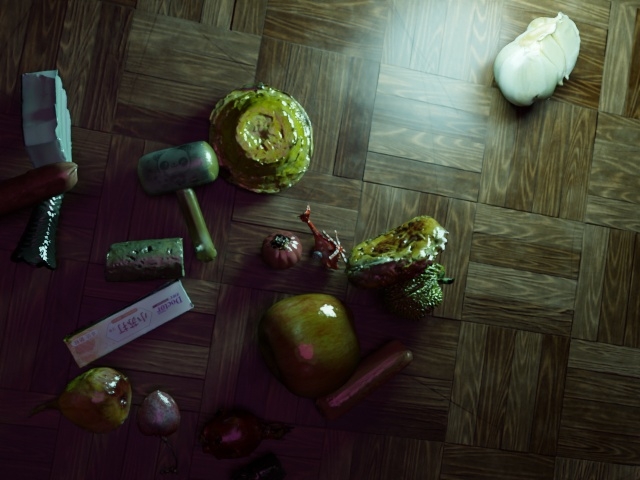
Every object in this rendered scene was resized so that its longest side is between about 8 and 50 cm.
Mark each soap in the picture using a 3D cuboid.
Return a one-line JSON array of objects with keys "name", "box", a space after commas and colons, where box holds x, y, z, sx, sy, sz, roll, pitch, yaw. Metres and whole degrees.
[{"name": "soap", "box": [-0.659, -0.289, 1.830, 0.091, 0.145, 0.230, -11, 53, -8]}]

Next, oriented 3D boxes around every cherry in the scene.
[{"name": "cherry", "box": [-0.400, 0.478, 1.885, 0.107, 0.090, 0.225, -2, 96, -23]}]

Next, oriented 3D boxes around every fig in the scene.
[{"name": "fig", "box": [-0.585, 0.395, 1.836, 0.257, 0.159, 0.159, -13, 89, 7]}]

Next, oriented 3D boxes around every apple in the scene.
[{"name": "apple", "box": [-0.018, 0.252, 1.888, 0.264, 0.264, 0.264, 1, 87, -12]}]

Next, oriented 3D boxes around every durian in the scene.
[{"name": "durian", "box": [0.240, 0.116, 2.004, 0.159, 0.146, 0.198, 51, 51, -27]}]

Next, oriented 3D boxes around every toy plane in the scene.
[{"name": "toy plane", "box": [0.000, 0.005, 1.973, 0.077, 0.194, 0.126, -23, 48, 23]}]

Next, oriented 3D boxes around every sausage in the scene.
[{"name": "sausage", "box": [-0.760, -0.096, 1.794, 0.433, 0.088, 0.087, -16, 90, 10]}, {"name": "sausage", "box": [0.114, 0.363, 1.994, 0.289, 0.086, 0.086, -35, 94, -10]}]

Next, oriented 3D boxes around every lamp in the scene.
[{"name": "lamp", "box": [-0.100, 0.025, 1.966, 0.108, 0.092, 0.107, 0, 53, 0]}]

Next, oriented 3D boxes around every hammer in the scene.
[{"name": "hammer", "box": [-0.332, -0.087, 1.926, 0.202, 0.113, 0.305, -13, 102, 4]}]

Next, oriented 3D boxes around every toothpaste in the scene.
[{"name": "toothpaste", "box": [-0.473, 0.202, 1.894, 0.313, 0.071, 0.089, -28, 97, -12]}]

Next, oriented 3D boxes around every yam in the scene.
[{"name": "yam", "box": [-0.436, 0.050, 1.889, 0.194, 0.107, 0.107, -4, 88, -10]}]

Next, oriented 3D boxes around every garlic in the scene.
[{"name": "garlic", "box": [0.586, -0.480, 2.104, 0.281, 0.185, 0.203, -53, 125, -29]}]

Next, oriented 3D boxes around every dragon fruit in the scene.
[{"name": "dragon fruit", "box": [-0.183, 0.486, 1.922, 0.246, 0.125, 0.125, 7, 71, -27]}]

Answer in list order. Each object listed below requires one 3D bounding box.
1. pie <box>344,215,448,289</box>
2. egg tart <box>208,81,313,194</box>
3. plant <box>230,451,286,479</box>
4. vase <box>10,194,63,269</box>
[{"name": "pie", "box": [0.185, 0.030, 1.918, 0.308, 0.308, 0.085, -27, 106, -12]}, {"name": "egg tart", "box": [-0.149, -0.265, 1.963, 0.295, 0.116, 0.294, 0, 88, -10]}, {"name": "plant", "box": [-0.162, 0.602, 1.925, 0.143, 0.094, 0.092, -31, 108, -23]}, {"name": "vase", "box": [-0.671, -0.055, 1.854, 0.115, 0.115, 0.237, 12, 79, -11]}]
